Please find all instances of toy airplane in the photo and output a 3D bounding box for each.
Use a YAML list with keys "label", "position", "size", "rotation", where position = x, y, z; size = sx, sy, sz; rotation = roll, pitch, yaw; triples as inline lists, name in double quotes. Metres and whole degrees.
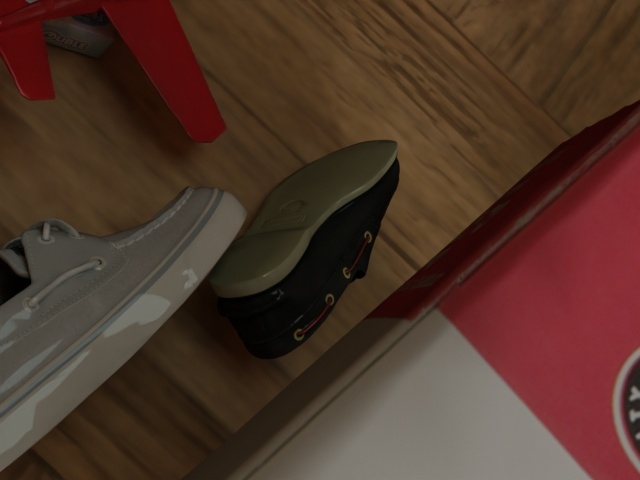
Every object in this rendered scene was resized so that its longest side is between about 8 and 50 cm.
- label: "toy airplane"
  position: [-0.096, -0.101, 0.768]
  size: [0.151, 0.028, 0.151]
  rotation: [15, 61, -29]

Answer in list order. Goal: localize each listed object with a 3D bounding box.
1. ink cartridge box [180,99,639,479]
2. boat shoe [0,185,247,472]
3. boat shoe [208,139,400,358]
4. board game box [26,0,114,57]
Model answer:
- label: "ink cartridge box"
  position: [0.030, 0.190, 0.517]
  size: [0.385, 0.160, 0.279]
  rotation: [-41, 92, -5]
- label: "boat shoe"
  position: [-0.100, 0.026, 0.707]
  size: [0.063, 0.066, 0.184]
  rotation: [48, 59, -4]
- label: "boat shoe"
  position: [-0.002, 0.000, 0.798]
  size: [0.133, 0.049, 0.042]
  rotation: [-51, 126, -47]
- label: "board game box"
  position: [-0.128, -0.130, 0.794]
  size: [0.090, 0.020, 0.090]
  rotation: [16, 58, -27]
